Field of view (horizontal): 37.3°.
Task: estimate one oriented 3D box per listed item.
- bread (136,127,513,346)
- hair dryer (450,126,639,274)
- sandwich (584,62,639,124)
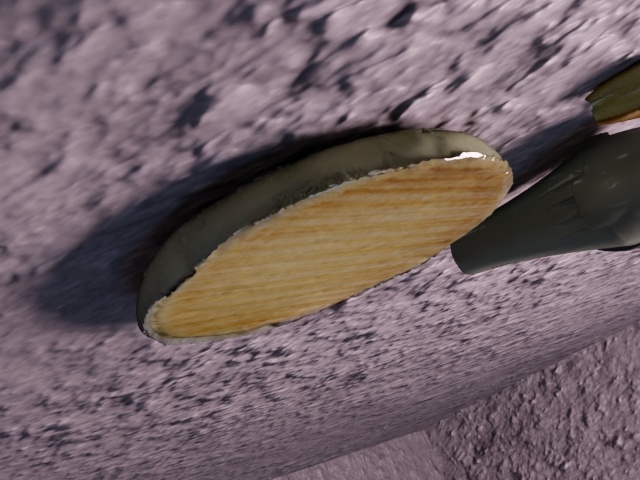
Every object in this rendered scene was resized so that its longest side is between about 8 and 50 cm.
[{"bbox_3d":[0.000,0.000,0.630,0.267,0.040,0.267,-21,163,-7],"label":"bread"},{"bbox_3d":[0.233,-0.032,0.822,0.229,0.092,0.267,-23,175,24],"label":"hair dryer"},{"bbox_3d":[0.223,-0.103,0.632,0.083,0.031,0.044,-18,164,-18],"label":"sandwich"}]
